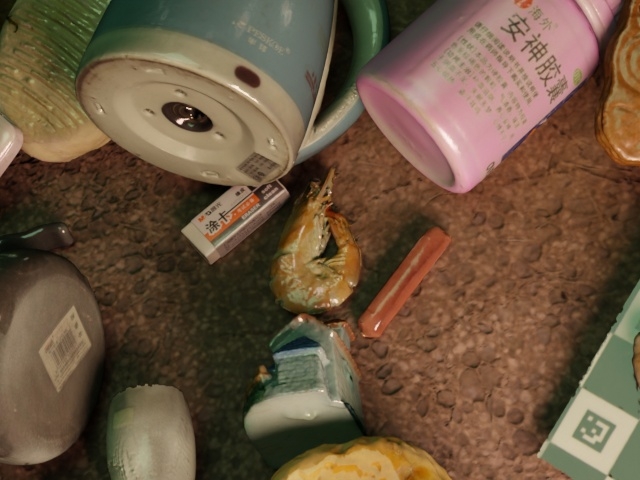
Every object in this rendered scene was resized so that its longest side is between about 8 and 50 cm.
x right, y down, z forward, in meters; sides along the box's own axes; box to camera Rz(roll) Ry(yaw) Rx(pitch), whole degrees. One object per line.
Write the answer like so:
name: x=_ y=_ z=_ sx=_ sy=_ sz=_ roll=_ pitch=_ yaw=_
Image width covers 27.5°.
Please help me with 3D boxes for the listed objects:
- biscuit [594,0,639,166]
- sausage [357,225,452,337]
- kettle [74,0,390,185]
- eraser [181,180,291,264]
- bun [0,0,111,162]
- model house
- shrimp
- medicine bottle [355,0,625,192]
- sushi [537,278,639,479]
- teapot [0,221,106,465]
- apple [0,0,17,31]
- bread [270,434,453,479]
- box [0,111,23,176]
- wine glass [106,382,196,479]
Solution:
biscuit: x=0.421 y=-0.171 z=1.346 sx=0.257 sy=0.049 sz=0.273 roll=25 pitch=80 yaw=-4
sausage: x=0.089 y=0.044 z=1.399 sx=0.030 sy=0.035 sz=0.147 roll=37 pitch=76 yaw=6
kettle: x=-0.067 y=-0.247 z=1.468 sx=0.247 sy=0.319 sz=0.342 roll=-20 pitch=44 yaw=53
eraser: x=-0.096 y=-0.031 z=1.488 sx=0.122 sy=0.029 sz=0.052 roll=-41 pitch=61 yaw=-7
bun: x=-0.286 y=-0.206 z=1.573 sx=0.210 sy=0.116 sz=0.237 roll=22 pitch=97 yaw=24
model house: x=-0.014 y=0.135 z=1.329 sx=0.119 sy=0.148 sz=0.149 roll=-10 pitch=49 yaw=15
shrimp: x=0.000 y=0.000 z=1.440 sx=0.099 sy=0.041 sz=0.180 roll=5 pitch=65 yaw=16
medicine bottle: x=0.198 y=-0.206 z=1.413 sx=0.290 sy=0.178 sz=0.178 roll=-42 pitch=61 yaw=-9
sushi: x=0.432 y=0.130 z=1.203 sx=0.343 sy=0.064 sz=0.359 roll=30 pitch=82 yaw=21
teapot: x=-0.394 y=0.085 z=1.410 sx=0.285 sy=0.223 sz=0.305 roll=-1 pitch=66 yaw=22
apple: x=-0.452 y=-0.355 z=1.674 sx=0.147 sy=0.158 sz=0.156 roll=26 pitch=77 yaw=27
bread: x=0.047 y=0.304 z=1.223 sx=0.244 sy=0.134 sz=0.244 roll=-5 pitch=63 yaw=9
box: x=-0.475 y=-0.047 z=1.557 sx=0.142 sy=0.044 sz=0.285 roll=39 pitch=94 yaw=29
wine glass: x=-0.195 y=0.265 z=1.231 sx=0.096 sy=0.264 sz=0.310 roll=-16 pitch=60 yaw=17
